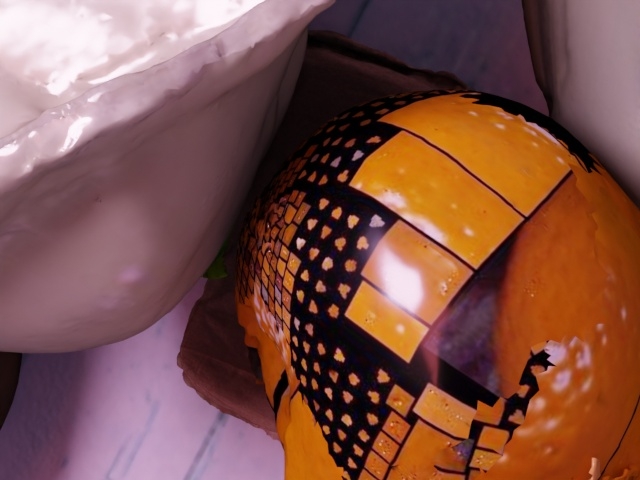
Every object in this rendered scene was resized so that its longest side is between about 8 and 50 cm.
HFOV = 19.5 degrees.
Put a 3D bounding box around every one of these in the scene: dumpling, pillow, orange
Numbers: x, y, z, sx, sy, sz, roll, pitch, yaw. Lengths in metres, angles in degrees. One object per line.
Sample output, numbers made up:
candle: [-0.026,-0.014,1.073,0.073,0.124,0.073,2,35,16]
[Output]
dumpling: [-0.074,-0.100,0.850,0.315,0.395,0.233,-21,113,25]
pillow: [-0.002,0.000,0.973,0.135,0.034,0.211,23,96,35]
orange: [0.059,0.047,0.815,0.182,0.234,0.234,-9,74,-4]

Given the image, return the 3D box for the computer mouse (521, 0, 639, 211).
computer mouse: [0.202,-0.193,0.813,0.228,0.145,0.429,16,90,36]

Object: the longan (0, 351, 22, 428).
longan: [-0.301,0.028,1.006,0.297,0.297,0.297,-6,79,31]

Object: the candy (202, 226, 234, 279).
candy: [-0.055,-0.072,1.001,0.102,0.032,0.178,22,92,58]
